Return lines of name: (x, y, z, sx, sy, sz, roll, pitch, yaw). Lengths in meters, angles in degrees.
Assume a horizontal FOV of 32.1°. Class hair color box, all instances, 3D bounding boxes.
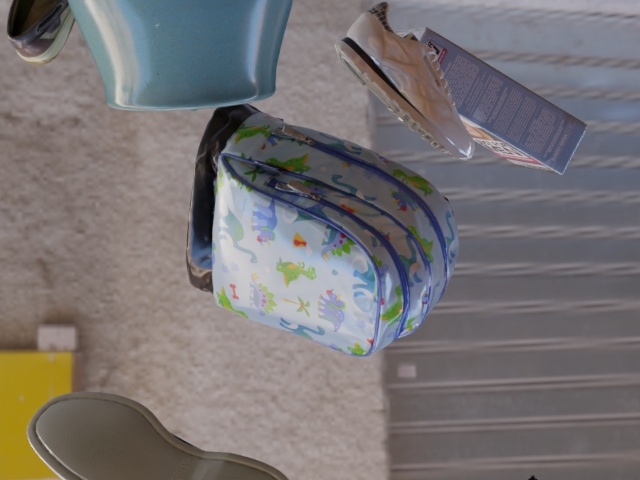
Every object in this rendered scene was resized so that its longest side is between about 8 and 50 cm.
hair color box: (0.294, -0.262, 2.101, 0.375, 0.113, 0.185, 28, 180, -18)

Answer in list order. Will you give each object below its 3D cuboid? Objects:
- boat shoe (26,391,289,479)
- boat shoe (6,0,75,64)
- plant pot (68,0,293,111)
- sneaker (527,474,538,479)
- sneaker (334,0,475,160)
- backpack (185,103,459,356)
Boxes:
boat shoe: (-0.158, 0.243, 1.102, 0.303, 0.114, 0.091, 22, 143, 25)
boat shoe: (-0.330, -0.331, 1.387, 0.080, 0.223, 0.073, 18, 171, 10)
plant pot: (-0.143, -0.270, 1.156, 0.272, 0.255, 0.271, -3, -165, 1)
sneaker: (0.287, 0.367, 1.505, 0.038, 0.098, 0.069, -6, 153, 6)
sneaker: (0.128, -0.201, 1.443, 0.235, 0.095, 0.090, 44, 176, -12)
backpack: (0.000, 0.000, 1.456, 0.356, 0.290, 0.273, 14, -149, 8)
